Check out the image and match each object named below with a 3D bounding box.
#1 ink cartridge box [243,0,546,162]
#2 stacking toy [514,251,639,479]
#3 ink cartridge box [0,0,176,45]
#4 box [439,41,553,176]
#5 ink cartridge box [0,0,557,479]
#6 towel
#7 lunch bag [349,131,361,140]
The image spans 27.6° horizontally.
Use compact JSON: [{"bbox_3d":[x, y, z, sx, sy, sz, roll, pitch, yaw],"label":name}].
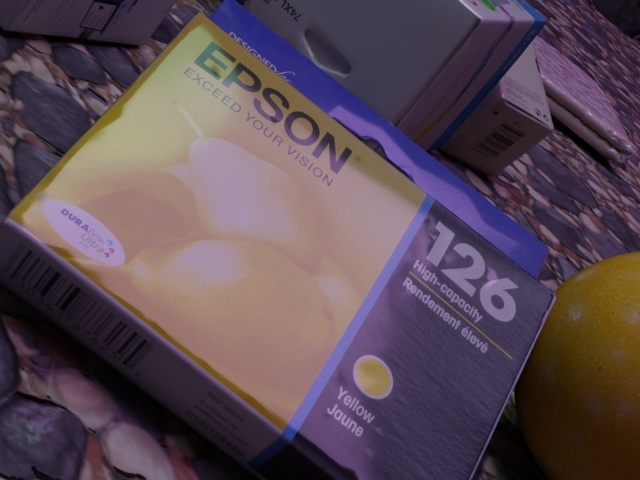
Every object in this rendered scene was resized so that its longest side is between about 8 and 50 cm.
[{"bbox_3d":[0.072,-0.215,1.342,0.198,0.197,0.270,44,22,10],"label":"ink cartridge box"},{"bbox_3d":[0.274,0.113,0.987,0.480,0.350,0.350,25,22,2],"label":"stacking toy"},{"bbox_3d":[-0.217,-0.235,1.059,0.139,0.082,0.191,46,23,15],"label":"ink cartridge box"},{"bbox_3d":[0.193,-0.222,1.581,0.094,0.113,0.275,25,45,-32],"label":"box"},{"bbox_3d":[0.000,0.000,0.817,0.303,0.072,0.307,37,51,-5],"label":"ink cartridge box"},{"bbox_3d":[0.369,-0.275,2.156,0.317,0.053,0.332,35,21,-11],"label":"towel"},{"bbox_3d":[-0.005,-0.106,1.187,0.098,0.065,0.067,45,6,13],"label":"lunch bag"}]
